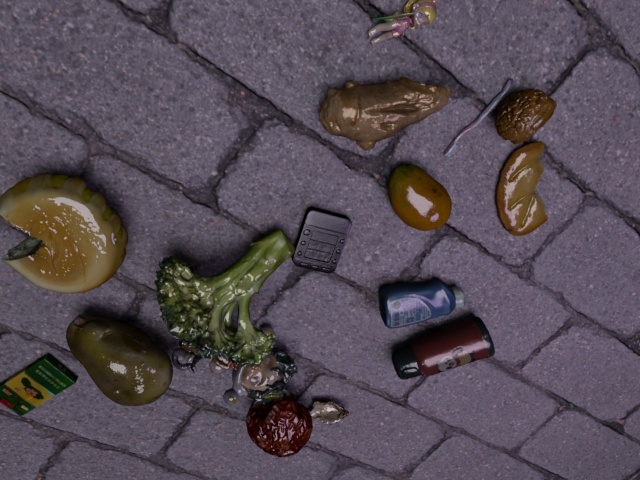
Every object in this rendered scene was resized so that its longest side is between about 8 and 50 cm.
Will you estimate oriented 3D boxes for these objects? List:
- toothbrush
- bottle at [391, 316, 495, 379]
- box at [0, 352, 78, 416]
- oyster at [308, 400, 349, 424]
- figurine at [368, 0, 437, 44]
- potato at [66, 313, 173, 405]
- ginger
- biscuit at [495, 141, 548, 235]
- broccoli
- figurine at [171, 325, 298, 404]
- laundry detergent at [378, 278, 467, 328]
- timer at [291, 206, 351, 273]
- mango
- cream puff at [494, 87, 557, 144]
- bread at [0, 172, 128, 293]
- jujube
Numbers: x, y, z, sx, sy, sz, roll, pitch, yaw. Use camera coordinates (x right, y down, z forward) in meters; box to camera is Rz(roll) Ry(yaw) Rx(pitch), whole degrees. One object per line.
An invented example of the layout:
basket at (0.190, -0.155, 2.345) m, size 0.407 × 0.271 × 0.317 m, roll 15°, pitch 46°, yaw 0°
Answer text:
toothbrush at (0.447, -0.344, 1.328) m, size 0.027 × 0.021 × 0.269 m, roll 29°, pitch 109°, yaw -34°
bottle at (0.413, 0.382, 1.617) m, size 0.336 × 0.144 × 0.144 m, roll -21°, pitch 117°, yaw 5°
box at (-0.924, 0.468, 1.511) m, size 0.235 × 0.034 × 0.132 m, roll -32°, pitch 117°, yaw 8°
oyster at (0.032, 0.626, 1.724) m, size 0.148 × 0.051 × 0.103 m, roll 21°, pitch 115°, yaw -1°
figurine at (0.208, -0.554, 1.171) m, size 0.187 × 0.083 × 0.083 m, roll -22°, pitch 118°, yaw 17°
potato at (-0.603, 0.352, 1.403) m, size 0.202 × 0.218 × 0.351 m, roll -46°, pitch 114°, yaw -15°
ginger at (0.172, -0.347, 1.226) m, size 0.354 × 0.126 × 0.189 m, roll -17°, pitch 112°, yaw 2°
biscuit at (0.616, -0.147, 1.439) m, size 0.154 × 0.045 × 0.299 m, roll -17°, pitch 117°, yaw 1°
broccoli at (-0.285, 0.119, 1.331) m, size 0.353 × 0.275 × 0.396 m, roll 20°, pitch 86°, yaw -23°
figurine at (-0.250, 0.377, 1.491) m, size 0.382 × 0.186 × 0.261 m, roll 34°, pitch 85°, yaw -16°
laundry detergent at (0.342, 0.200, 1.546) m, size 0.290 × 0.094 × 0.143 m, roll -9°, pitch 111°, yaw -8°
timer at (0.000, 0.000, 1.414) m, size 0.144 × 0.055 × 0.187 m, roll 14°, pitch 109°, yaw -17°
mango at (0.280, -0.120, 1.360) m, size 0.221 × 0.120 × 0.151 m, roll 36°, pitch 103°, yaw -15°
cream puff at (0.550, -0.346, 1.279) m, size 0.115 × 0.150 × 0.165 m, roll 46°, pitch 64°, yaw -8°
bread at (-0.667, -0.019, 1.241) m, size 0.333 × 0.160 × 0.332 m, roll -4°, pitch 118°, yaw -7°
jujube at (-0.137, 0.631, 1.612) m, size 0.213 × 0.213 × 0.232 m, roll -32°, pitch 125°, yaw 7°
